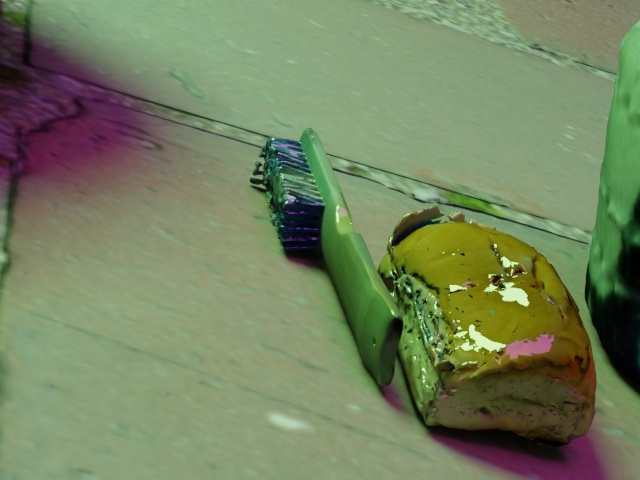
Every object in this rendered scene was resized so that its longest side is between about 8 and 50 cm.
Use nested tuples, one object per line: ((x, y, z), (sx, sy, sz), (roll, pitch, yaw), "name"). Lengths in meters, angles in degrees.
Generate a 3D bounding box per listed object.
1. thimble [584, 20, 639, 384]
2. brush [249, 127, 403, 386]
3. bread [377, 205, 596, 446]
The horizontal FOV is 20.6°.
((0.221, -0.016, 0.739), (0.237, 0.150, 0.237), (7, 24, -3), "thimble")
((0.001, 0.000, 0.693), (0.030, 0.033, 0.178), (9, 24, -15), "brush")
((0.062, 0.029, 0.654), (0.072, 0.053, 0.106), (11, 28, -16), "bread")
